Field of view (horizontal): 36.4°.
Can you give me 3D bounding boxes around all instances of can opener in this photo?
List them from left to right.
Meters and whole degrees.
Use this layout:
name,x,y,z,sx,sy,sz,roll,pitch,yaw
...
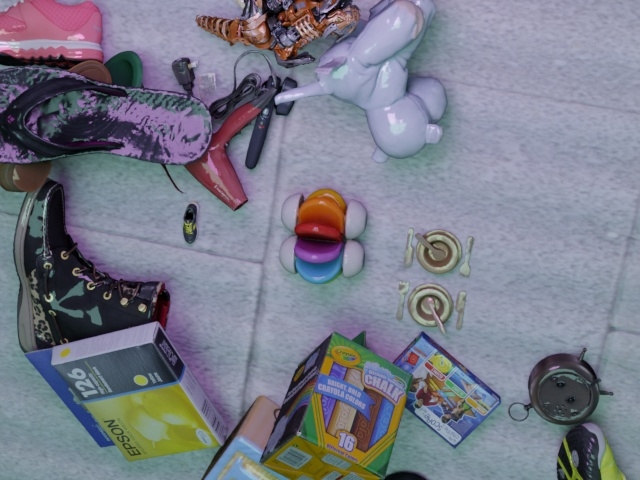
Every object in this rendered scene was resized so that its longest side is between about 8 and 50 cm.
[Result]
name,x,y,z,sx,sy,sz,roll,pitch,yaw
can opener,-0.104,-0.218,1.797,0.073,0.059,0.186,23,107,3

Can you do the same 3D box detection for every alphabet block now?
name,x,y,z,sx,sy,sz,roll,pitch,yaw
alphabet block,-0.113,0.457,1.902,0.192,0.197,0.193,37,107,0

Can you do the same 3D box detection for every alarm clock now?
name,x,y,z,sx,sy,sz,roll,pitch,yaw
alarm clock,0.441,0.292,1.835,0.192,0.064,0.129,-31,97,19

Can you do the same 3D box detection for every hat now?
name,x,y,z,sx,sy,sz,roll,pitch,yaw
hat,-0.336,-0.226,1.850,0.173,0.184,0.208,11,77,46

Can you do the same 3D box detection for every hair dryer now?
name,x,y,z,sx,sy,sz,roll,pitch,yaw
hair dryer,-0.182,-0.195,1.778,0.224,0.080,0.293,6,110,33

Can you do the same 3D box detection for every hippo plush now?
name,x,y,z,sx,sy,sz,roll,pitch,yaw
hippo plush,0.131,-0.264,1.643,0.234,0.294,0.236,-26,110,43

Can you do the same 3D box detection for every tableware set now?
name,x,y,z,sx,sy,sz,roll,pitch,yaw
tableware set,0.212,0.076,1.828,0.128,0.039,0.194,8,106,8

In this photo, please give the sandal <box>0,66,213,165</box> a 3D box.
name,x,y,z,sx,sy,sz,roll,pitch,yaw
sandal,-0.406,-0.213,1.664,0.446,0.107,0.167,0,93,-11

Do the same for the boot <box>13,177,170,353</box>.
name,x,y,z,sx,sy,sz,roll,pitch,yaw
boot,-0.440,0.075,1.891,0.284,0.138,0.377,11,110,8

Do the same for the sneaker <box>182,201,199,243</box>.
name,x,y,z,sx,sy,sz,roll,pitch,yaw
sneaker,-0.255,-0.033,1.884,0.031,0.035,0.083,7,105,9

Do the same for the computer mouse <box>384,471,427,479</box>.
name,x,y,z,sx,sy,sz,roll,pitch,yaw
computer mouse,0.116,0.575,1.958,0.272,0.072,0.188,-42,93,17

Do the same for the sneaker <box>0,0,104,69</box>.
name,x,y,z,sx,sy,sz,roll,pitch,yaw
sneaker,-0.547,-0.398,1.820,0.314,0.116,0.136,7,87,8

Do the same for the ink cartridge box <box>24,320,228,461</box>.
name,x,y,z,sx,sy,sz,roll,pitch,yaw
ink cartridge box,-0.384,0.312,1.908,0.307,0.072,0.303,-16,126,17

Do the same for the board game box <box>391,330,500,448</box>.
name,x,y,z,sx,sy,sz,roll,pitch,yaw
board game box,0.228,0.290,1.883,0.201,0.035,0.136,41,107,-2

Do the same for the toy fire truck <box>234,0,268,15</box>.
name,x,y,z,sx,sy,sz,roll,pitch,yaw
toy fire truck,-0.143,-0.490,1.739,0.192,0.047,0.135,33,107,0

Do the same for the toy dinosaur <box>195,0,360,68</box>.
name,x,y,z,sx,sy,sz,roll,pitch,yaw
toy dinosaur,-0.084,-0.395,1.627,0.322,0.164,0.218,-1,92,15

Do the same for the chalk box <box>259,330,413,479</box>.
name,x,y,z,sx,sy,sz,roll,pitch,yaw
chalk box,0.040,0.303,1.795,0.179,0.289,0.180,31,141,-9

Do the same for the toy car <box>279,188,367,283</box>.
name,x,y,z,sx,sy,sz,roll,pitch,yaw
toy car,0.000,0.000,1.795,0.159,0.136,0.182,6,105,8

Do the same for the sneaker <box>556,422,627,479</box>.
name,x,y,z,sx,sy,sz,roll,pitch,yaw
sneaker,0.556,0.515,1.850,0.147,0.145,0.384,-16,104,-7

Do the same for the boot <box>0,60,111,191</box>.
name,x,y,z,sx,sy,sz,roll,pitch,yaw
boot,-0.512,-0.215,1.818,0.109,0.220,0.283,30,84,-31
